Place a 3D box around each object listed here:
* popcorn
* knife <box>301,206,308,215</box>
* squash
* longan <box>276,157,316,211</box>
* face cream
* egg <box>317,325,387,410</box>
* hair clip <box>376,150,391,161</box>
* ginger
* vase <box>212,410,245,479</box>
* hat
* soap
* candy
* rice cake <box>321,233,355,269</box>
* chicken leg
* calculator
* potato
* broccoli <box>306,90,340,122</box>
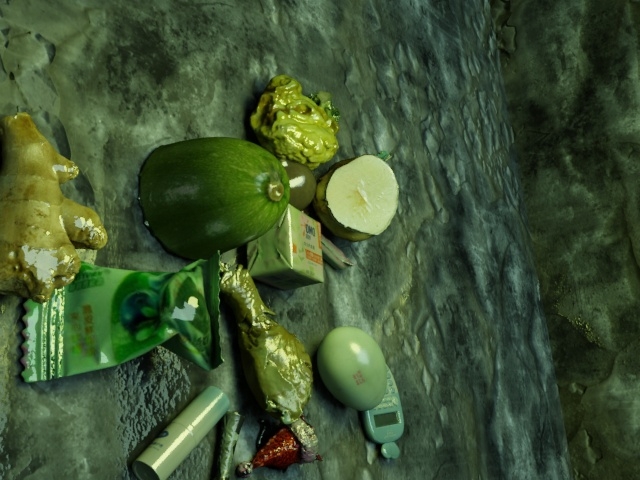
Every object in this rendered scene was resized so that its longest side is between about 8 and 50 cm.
[{"bbox_3d":[-0.086,-0.320,1.997,0.286,0.173,0.225,51,41,0],"label":"popcorn"},{"bbox_3d":[-0.040,-0.186,2.115,0.123,0.053,0.278,29,56,-36],"label":"knife"},{"bbox_3d":[-0.215,-0.131,1.636,0.310,0.308,0.310,17,64,-39],"label":"squash"},{"bbox_3d":[-0.105,-0.146,1.925,0.189,0.189,0.189,24,58,-45],"label":"longan"},{"bbox_3d":[-0.294,0.417,1.528,0.250,0.077,0.077,-44,111,-50],"label":"face cream"},{"bbox_3d":[0.092,0.357,1.964,0.183,0.182,0.264,-54,127,-47],"label":"egg"},{"bbox_3d":[0.207,-0.280,2.482,0.049,0.049,0.173,63,32,-12],"label":"hair clip"},{"bbox_3d":[-0.526,-0.069,1.339,0.166,0.236,0.376,98,-2,-75],"label":"ginger"},{"bbox_3d":[-0.214,0.480,1.623,0.059,0.059,0.167,35,51,-39],"label":"vase"},{"bbox_3d":[-0.107,0.521,1.730,0.227,0.128,0.140,-22,118,-36],"label":"hat"},{"bbox_3d":[-0.092,0.020,1.871,0.199,0.138,0.182,29,53,-60],"label":"soap"},{"bbox_3d":[-0.394,0.145,1.439,0.397,0.172,0.263,4,61,-33],"label":"candy"},{"bbox_3d":[-0.003,-0.001,2.071,0.290,0.081,0.051,40,60,-35],"label":"rice cake"},{"bbox_3d":[-0.149,0.239,1.741,0.201,0.152,0.429,-27,91,-45],"label":"chicken leg"},{"bbox_3d":[0.183,0.504,2.138,0.188,0.042,0.303,10,68,-51],"label":"calculator"},{"bbox_3d":[0.080,-0.110,2.133,0.299,0.196,0.247,-35,95,-41],"label":"potato"},{"bbox_3d":[-0.011,-0.390,2.177,0.145,0.138,0.162,40,52,10],"label":"broccoli"}]
